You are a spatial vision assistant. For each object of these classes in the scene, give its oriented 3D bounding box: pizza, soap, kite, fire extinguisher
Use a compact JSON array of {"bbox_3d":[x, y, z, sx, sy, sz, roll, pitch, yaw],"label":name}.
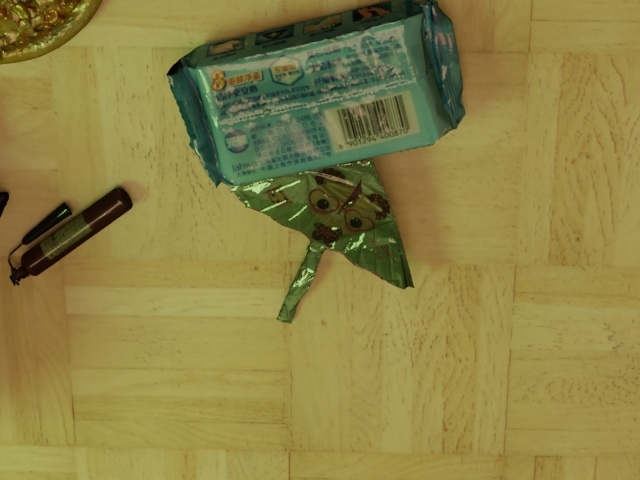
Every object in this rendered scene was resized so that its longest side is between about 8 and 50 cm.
[{"bbox_3d":[-0.293,-0.255,1.884,0.178,0.041,0.131,-24,112,13],"label":"pizza"},{"bbox_3d":[0.001,-0.151,1.909,0.293,0.077,0.156,-11,115,6],"label":"soap"},{"bbox_3d":[0.000,0.001,2.003,0.229,0.012,0.250,27,125,-3],"label":"kite"},{"bbox_3d":[-0.284,-0.007,2.016,0.173,0.035,0.049,-35,115,14],"label":"fire extinguisher"}]

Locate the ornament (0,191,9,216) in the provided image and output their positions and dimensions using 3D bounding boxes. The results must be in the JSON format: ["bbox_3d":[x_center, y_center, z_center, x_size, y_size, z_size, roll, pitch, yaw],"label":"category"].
[{"bbox_3d":[-0.387,-0.106,1.940,0.081,0.088,0.203,-5,115,3],"label":"ornament"}]
